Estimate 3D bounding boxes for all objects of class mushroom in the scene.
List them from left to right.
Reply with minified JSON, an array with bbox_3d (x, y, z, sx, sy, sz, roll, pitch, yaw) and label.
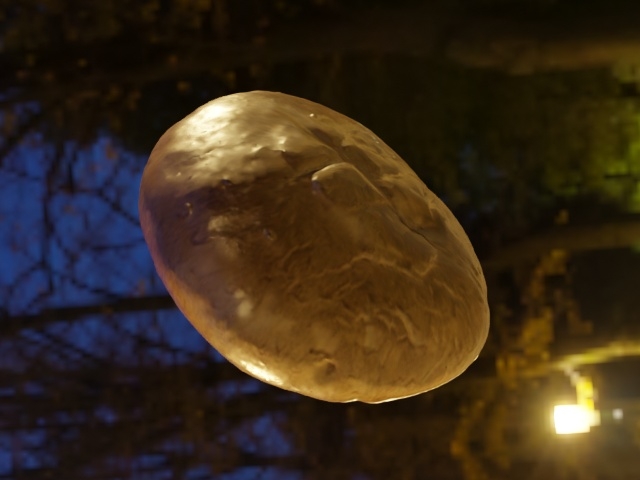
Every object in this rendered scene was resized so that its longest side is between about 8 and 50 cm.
[{"bbox_3d":[0.000,0.000,1.284,0.278,0.278,0.146,-76,10,-55],"label":"mushroom"}]
